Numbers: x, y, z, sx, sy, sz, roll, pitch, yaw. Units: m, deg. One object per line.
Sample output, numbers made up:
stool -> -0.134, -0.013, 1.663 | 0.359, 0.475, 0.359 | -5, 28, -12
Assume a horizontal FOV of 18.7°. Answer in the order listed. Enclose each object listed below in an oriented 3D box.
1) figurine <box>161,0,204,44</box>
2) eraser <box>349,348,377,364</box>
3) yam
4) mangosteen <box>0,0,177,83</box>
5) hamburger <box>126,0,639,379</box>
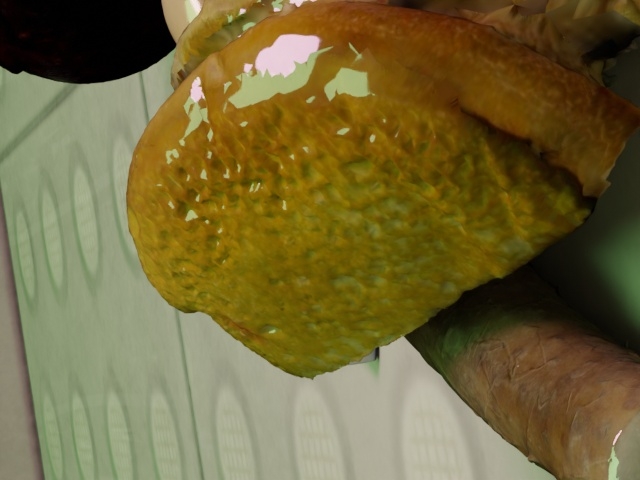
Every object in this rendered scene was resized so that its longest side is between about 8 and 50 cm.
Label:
figurine -> -0.010, -0.094, 1.005 | 0.108, 0.114, 0.196 | 25, 155, 38
eraser -> 0.000, 0.000, 1.217 | 0.150, 0.023, 0.104 | -132, 37, -61
yam -> 0.084, 0.040, 0.874 | 0.357, 0.081, 0.081 | -139, 44, -64
mangosteen -> -0.167, -0.241, 1.382 | 0.265, 0.228, 0.228 | -57, 17, -6
hamburger -> 0.015, -0.058, 0.834 | 0.283, 0.156, 0.144 | -34, 23, 49
